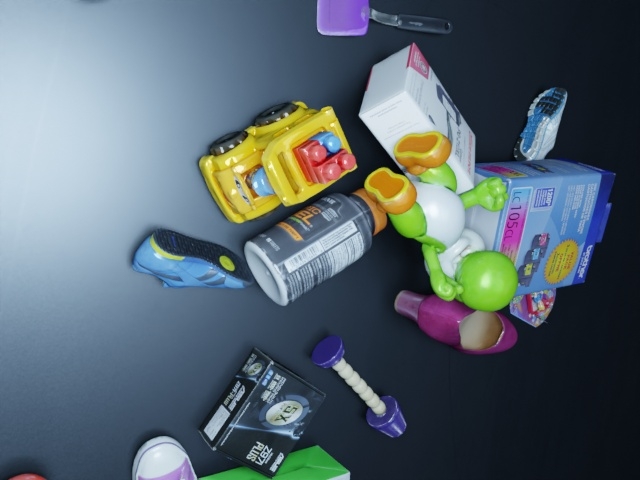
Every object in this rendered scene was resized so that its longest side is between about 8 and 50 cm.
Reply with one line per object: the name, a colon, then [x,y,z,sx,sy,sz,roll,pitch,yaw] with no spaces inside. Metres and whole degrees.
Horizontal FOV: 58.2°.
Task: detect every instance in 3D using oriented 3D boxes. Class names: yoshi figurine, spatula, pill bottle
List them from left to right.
pill bottle: [0.000,0.000,1.014,0.246,0.130,0.130,-32,114,-23]
spatula: [0.129,-0.412,1.067,0.297,0.030,0.084,-5,100,-30]
yoshi figurine: [0.239,-0.003,0.995,0.362,0.204,0.203,51,29,-36]

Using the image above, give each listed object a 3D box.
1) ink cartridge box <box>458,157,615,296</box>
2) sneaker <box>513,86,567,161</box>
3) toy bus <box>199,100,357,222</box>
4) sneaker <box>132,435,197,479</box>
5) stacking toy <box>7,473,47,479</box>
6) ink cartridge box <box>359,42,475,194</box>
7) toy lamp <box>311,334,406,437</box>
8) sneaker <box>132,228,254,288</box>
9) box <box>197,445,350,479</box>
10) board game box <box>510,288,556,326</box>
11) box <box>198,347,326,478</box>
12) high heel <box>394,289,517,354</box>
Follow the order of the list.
ink cartridge box: [0.469,-0.035,1.256,0.396,0.151,0.269,-8,115,-32]
sneaker: [0.512,-0.255,1.316,0.083,0.071,0.190,22,96,-39]
toy bus: [-0.051,-0.117,0.913,0.220,0.211,0.149,-34,117,-19]
sneaker: [-0.230,0.475,0.953,0.102,0.161,0.282,-15,106,-26]
stacking toy: [-0.419,0.509,0.873,0.141,0.141,0.330,-20,103,-27]
ink cartridge box: [0.187,-0.209,1.058,0.237,0.100,0.172,46,39,-29]
toy lamp: [0.086,0.303,1.160,0.080,0.080,0.274,-45,116,-16]
sneaker: [-0.207,0.047,0.946,0.209,0.069,0.082,22,121,-41]
box: [-0.089,0.542,1.073,0.262,0.127,0.231,-3,99,-32]
board game box: [0.541,0.142,1.426,0.169,0.033,0.133,28,85,-33]
box: [-0.104,0.313,1.044,0.147,0.078,0.180,41,78,-31]
high heel: [0.341,0.197,1.228,0.377,0.181,0.127,16,91,-32]
